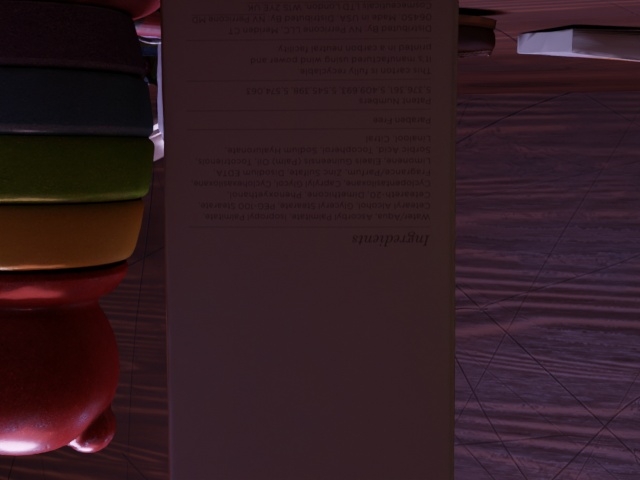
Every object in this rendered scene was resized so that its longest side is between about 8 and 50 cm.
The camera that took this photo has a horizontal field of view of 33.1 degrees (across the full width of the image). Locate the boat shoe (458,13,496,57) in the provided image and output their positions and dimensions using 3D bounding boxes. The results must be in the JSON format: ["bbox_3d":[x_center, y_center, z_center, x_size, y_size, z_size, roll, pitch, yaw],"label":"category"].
[{"bbox_3d":[0.053,-0.157,0.904,0.206,0.073,0.073,-3,-175,-19],"label":"boat shoe"}]

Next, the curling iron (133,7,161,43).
[{"bbox_3d":[-0.199,-0.160,0.762,0.274,0.035,0.068,-5,-173,-41],"label":"curling iron"}]

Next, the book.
[{"bbox_3d":[0.287,-0.196,1.092,0.144,0.035,0.096,-2,-171,-23],"label":"book"}]

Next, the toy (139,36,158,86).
[{"bbox_3d":[-0.177,-0.182,1.090,0.136,0.056,0.237,-2,-175,-29],"label":"toy"}]

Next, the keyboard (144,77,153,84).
[{"bbox_3d":[-0.188,-0.199,1.285,0.201,0.033,0.317,17,-163,41],"label":"keyboard"}]

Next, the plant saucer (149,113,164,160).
[{"bbox_3d":[-0.097,-0.138,1.110,0.277,0.041,0.278,-26,-173,3],"label":"plant saucer"}]

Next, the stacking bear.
[{"bbox_3d":[-0.173,-0.020,0.625,0.175,0.289,0.164,-1,-174,-10],"label":"stacking bear"}]

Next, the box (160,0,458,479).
[{"bbox_3d":[0.000,0.000,0.700,0.168,0.346,0.215,0,-175,3],"label":"box"}]

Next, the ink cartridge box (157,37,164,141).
[{"bbox_3d":[-0.060,-0.139,0.925,0.150,0.109,0.063,-5,-172,-42],"label":"ink cartridge box"}]
